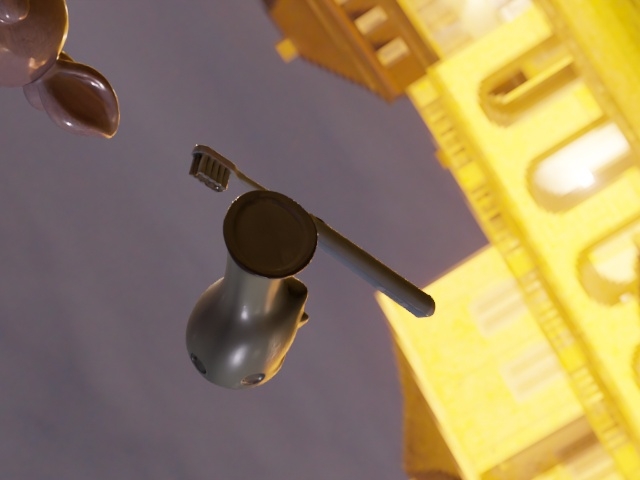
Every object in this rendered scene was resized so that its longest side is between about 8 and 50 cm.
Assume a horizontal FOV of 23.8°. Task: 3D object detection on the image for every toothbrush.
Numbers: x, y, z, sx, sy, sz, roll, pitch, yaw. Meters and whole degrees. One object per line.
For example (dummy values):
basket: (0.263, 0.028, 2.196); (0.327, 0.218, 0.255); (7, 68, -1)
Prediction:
toothbrush: (0.001, -0.002, 1.446); (0.342, 0.025, 0.030); (32, -119, -39)

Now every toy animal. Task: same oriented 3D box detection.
toy animal: (-0.222, -0.145, 1.045); (0.124, 0.124, 0.212); (-97, -13, -61)

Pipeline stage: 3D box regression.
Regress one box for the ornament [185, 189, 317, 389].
ornament: (-0.044, 0.042, 1.007); (0.156, 0.081, 0.075); (107, 159, -50)
